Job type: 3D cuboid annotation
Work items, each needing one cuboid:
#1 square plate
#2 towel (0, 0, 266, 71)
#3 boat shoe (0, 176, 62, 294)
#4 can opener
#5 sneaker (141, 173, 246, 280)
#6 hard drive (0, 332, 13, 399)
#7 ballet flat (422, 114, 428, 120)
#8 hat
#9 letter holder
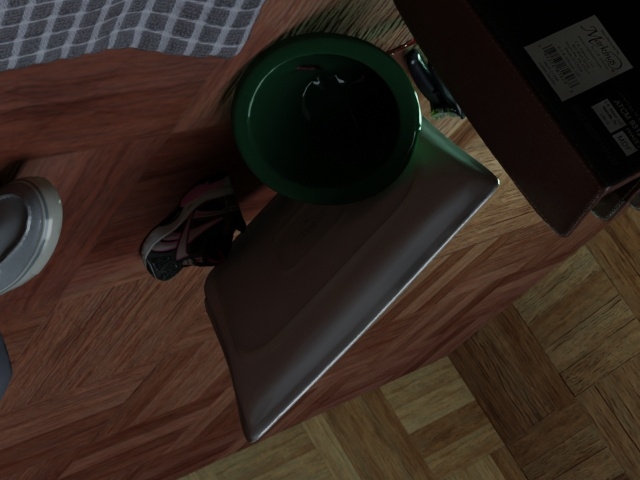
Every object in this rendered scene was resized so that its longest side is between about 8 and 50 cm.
[{"bbox_3d":[0.000,0.000,1.189,0.347,0.049,0.344,-47,-155,7],"label":"square plate"},{"bbox_3d":[-0.113,-0.206,0.632,0.235,0.121,0.284,-20,160,-35],"label":"towel"},{"bbox_3d":[-0.321,0.023,1.002,0.227,0.079,0.081,-37,168,28],"label":"boat shoe"},{"bbox_3d":[0.136,-0.188,1.311,0.059,0.073,0.186,4,174,23],"label":"can opener"},{"bbox_3d":[-0.145,0.005,1.286,0.072,0.077,0.178,-17,159,-40],"label":"sneaker"},{"bbox_3d":[-0.374,0.090,0.975,0.172,0.054,0.255,-6,149,-4],"label":"hard drive"},{"bbox_3d":[0.051,-0.096,1.395,0.231,0.077,0.077,-38,-175,29],"label":"ballet flat"},{"bbox_3d":[0.024,-0.147,1.146,0.208,0.173,0.183,5,-156,3],"label":"hat"},{"bbox_3d":[0.201,-0.155,1.049,0.152,0.302,0.214,-27,164,-17],"label":"letter holder"}]
